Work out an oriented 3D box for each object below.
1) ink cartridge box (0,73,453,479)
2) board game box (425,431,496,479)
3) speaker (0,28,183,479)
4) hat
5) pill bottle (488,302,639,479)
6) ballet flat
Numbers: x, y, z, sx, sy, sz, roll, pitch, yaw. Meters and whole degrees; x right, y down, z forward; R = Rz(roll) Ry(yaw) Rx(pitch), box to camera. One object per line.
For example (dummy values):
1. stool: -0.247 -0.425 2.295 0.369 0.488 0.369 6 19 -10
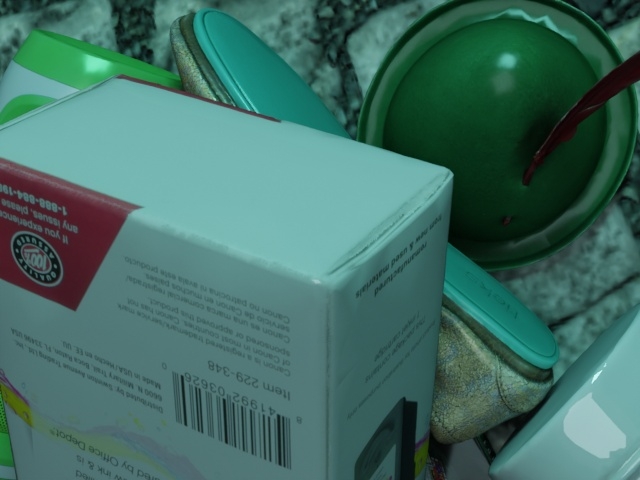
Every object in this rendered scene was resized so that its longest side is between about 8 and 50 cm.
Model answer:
1. ink cartridge box: -0.059 0.087 0.593 0.226 0.131 0.306 19 127 26
2. board game box: 0.027 0.116 0.704 0.136 0.030 0.259 -27 86 18
3. speaker: -0.181 0.019 0.707 0.131 0.131 0.296 22 99 13
4. hat: 0.094 -0.075 0.592 0.173 0.183 0.208 39 103 11
5. pill bottle: 0.241 0.175 0.579 0.283 0.160 0.160 42 103 9
6. ballet flat: 0.000 0.000 0.641 0.316 0.107 0.106 47 116 9
